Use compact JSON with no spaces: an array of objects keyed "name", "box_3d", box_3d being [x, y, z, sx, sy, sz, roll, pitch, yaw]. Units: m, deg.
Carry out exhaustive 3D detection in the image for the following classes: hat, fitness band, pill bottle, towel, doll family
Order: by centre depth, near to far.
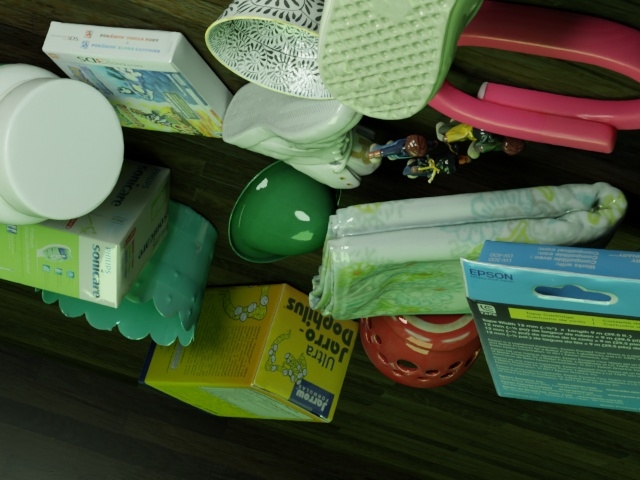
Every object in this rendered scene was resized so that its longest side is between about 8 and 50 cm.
[{"name":"fitness band","box_3d":[0.230,-0.170,1.533,0.290,0.054,0.209,10,158,15]},{"name":"doll family","box_3d":[0.144,-0.107,1.679,0.076,0.193,0.111,69,164,-12]},{"name":"towel","box_3d":[0.178,0.025,1.911,0.374,0.090,0.320,-6,165,-5]},{"name":"pill bottle","box_3d":[-0.423,-0.127,1.915,0.361,0.204,0.204,8,161,47]},{"name":"hat","box_3d":[0.000,0.000,1.934,0.173,0.183,0.209,-9,133,-33]}]

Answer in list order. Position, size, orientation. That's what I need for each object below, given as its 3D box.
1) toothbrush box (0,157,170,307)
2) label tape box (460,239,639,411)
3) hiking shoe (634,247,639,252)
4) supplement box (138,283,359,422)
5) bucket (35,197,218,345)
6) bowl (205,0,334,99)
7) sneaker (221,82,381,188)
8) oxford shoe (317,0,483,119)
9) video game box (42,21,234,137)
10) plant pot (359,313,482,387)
[{"name":"toothbrush box","box_3d":[-0.386,-0.036,2.170,0.283,0.206,0.122,15,127,10]},{"name":"label tape box","box_3d":[0.312,0.080,1.727,0.249,0.115,0.348,5,150,18]},{"name":"hiking shoe","box_3d":[0.459,-0.003,1.780,0.132,0.113,0.304,-12,157,-9]},{"name":"supplement box","box_3d":[-0.134,0.206,2.717,0.194,0.195,0.356,30,158,-35]},{"name":"bucket","box_3d":[-0.305,0.038,2.395,0.281,0.183,0.281,15,161,5]},{"name":"bowl","box_3d":[-0.028,-0.222,1.553,0.170,0.080,0.170,15,163,5]},{"name":"sneaker","box_3d":[0.018,-0.135,1.749,0.169,0.108,0.292,22,170,-25]},{"name":"oxford shoe","box_3d":[0.097,-0.276,1.238,0.169,0.130,0.449,23,147,0]},{"name":"video game box","box_3d":[-0.215,-0.197,1.847,0.187,0.048,0.205,11,161,26]},{"name":"plant pot","box_3d":[0.159,0.104,2.172,0.191,0.191,0.174,16,159,1]}]
